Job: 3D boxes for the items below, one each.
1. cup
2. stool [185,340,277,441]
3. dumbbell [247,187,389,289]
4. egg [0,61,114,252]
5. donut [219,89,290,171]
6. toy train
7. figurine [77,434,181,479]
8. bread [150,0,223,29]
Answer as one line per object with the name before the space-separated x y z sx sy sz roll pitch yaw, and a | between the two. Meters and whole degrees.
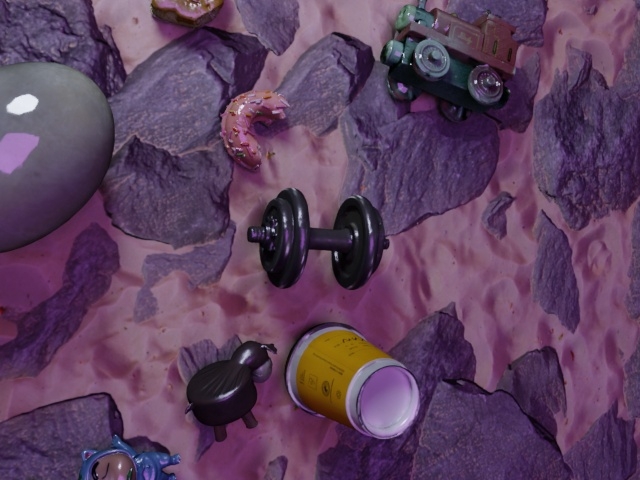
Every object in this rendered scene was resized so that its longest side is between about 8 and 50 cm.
cup | 0.060 0.267 1.260 0.197 0.280 0.196 -2 95 -26
stool | -0.161 0.279 1.261 0.217 0.125 0.121 -40 123 -35
dumbbell | 0.000 0.000 1.281 0.290 0.192 0.191 4 88 -22
egg | -0.487 -0.131 1.054 0.352 0.258 0.258 -41 104 -17
donut | -0.137 -0.227 1.293 0.117 0.065 0.165 20 81 -21
toy train | 0.275 -0.394 1.422 0.305 0.150 0.221 17 74 -19
figurine | -0.333 0.418 1.181 0.178 0.145 0.114 4 92 -33
bread | -0.248 -0.464 1.246 0.140 0.069 0.127 9 88 -20
